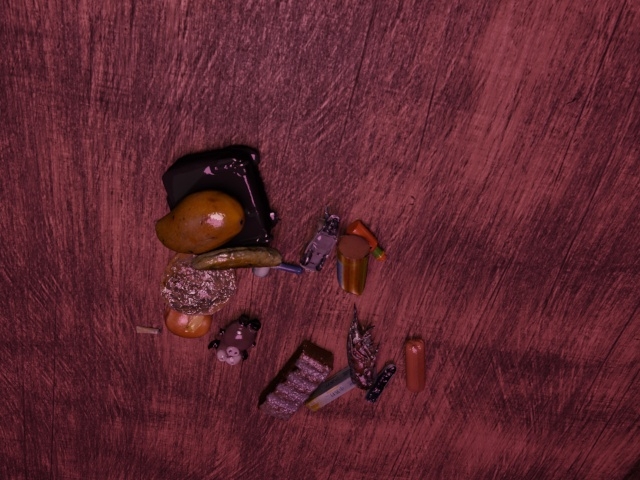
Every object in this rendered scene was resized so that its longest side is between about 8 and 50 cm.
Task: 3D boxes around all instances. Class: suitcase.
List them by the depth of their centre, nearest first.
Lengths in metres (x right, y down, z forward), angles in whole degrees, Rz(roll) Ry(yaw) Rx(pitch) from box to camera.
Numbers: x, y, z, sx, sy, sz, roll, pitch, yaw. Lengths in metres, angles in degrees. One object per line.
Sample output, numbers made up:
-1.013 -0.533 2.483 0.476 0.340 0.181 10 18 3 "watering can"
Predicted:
-0.344 -0.130 1.706 0.340 0.188 0.345 -11 119 8 "suitcase"

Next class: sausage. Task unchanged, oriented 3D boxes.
0.123 0.114 1.869 0.125 0.117 0.317 16 144 14 "sausage"
0.411 0.545 2.160 0.086 0.086 0.288 -6 121 3 "sausage"

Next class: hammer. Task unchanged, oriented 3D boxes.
-0.161 0.099 1.913 0.194 0.069 0.116 13 118 -13 "hammer"

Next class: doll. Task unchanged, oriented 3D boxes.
-0.346 0.415 2.063 0.182 0.117 0.257 28 114 -21 "doll"

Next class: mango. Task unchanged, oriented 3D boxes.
-0.389 -0.047 1.580 0.330 0.176 0.176 -28 158 22 "mango"

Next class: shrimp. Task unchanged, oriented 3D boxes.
0.182 0.438 2.078 0.137 0.172 0.371 6 101 18 "shrimp"

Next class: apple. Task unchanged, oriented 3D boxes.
-0.515 0.299 1.963 0.199 0.199 0.199 0 120 0 "apple"

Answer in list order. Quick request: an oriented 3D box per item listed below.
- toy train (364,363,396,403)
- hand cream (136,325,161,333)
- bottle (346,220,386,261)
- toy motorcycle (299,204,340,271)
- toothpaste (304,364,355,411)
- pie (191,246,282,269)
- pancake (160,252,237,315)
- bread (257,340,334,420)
0.271 0.627 2.228 0.052 0.051 0.233 21 114 -12 "toy train"
-0.721 0.377 2.094 0.102 0.022 0.035 5 120 3 "hand cream"
0.178 0.009 1.858 0.069 0.069 0.187 -38 112 19 "bottle"
0.000 0.000 1.804 0.091 0.157 0.263 21 120 -15 "toy motorcycle"
0.067 0.649 2.218 0.313 0.089 0.071 -36 110 19 "toothpaste"
-0.292 0.069 1.716 0.324 0.323 0.070 -6 84 3 "pie"
-0.459 0.160 1.881 0.283 0.049 0.282 1 85 -17 "pancake"
-0.113 0.626 2.190 0.165 0.113 0.416 29 117 -14 "bread"
